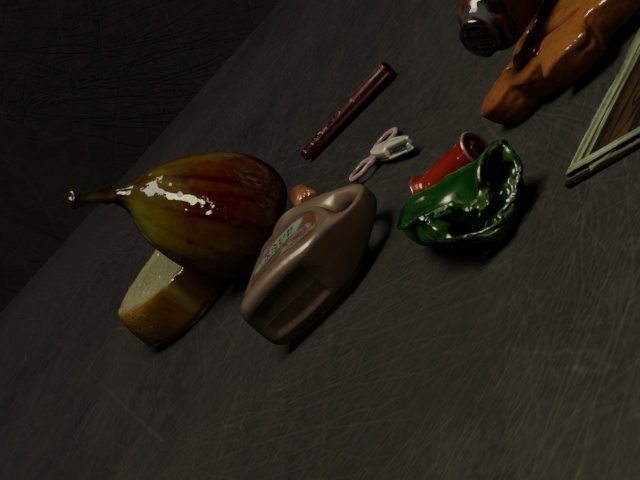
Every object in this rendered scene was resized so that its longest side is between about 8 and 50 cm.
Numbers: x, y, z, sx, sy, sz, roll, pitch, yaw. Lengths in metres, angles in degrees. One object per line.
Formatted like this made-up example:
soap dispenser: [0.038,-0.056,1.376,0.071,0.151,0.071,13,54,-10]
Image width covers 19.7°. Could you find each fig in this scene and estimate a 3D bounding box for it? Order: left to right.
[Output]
fig: [-0.180,-0.038,2.308,0.145,0.274,0.170,105,170,-49]

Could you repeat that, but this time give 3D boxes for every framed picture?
framed picture: [0.305,-0.167,1.541,0.197,0.014,0.252,-32,22,53]

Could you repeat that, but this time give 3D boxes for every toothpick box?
toothpick box: [0.127,-0.063,1.781,0.083,0.047,0.047,-42,15,35]

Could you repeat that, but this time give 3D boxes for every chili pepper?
chili pepper: [0.123,-0.031,1.678,0.108,0.062,0.216,-47,11,-13]

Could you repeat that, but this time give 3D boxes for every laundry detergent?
laundry detergent: [0.000,0.000,1.982,0.171,0.076,0.237,-44,12,23]

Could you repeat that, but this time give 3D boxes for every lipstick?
lipstick: [0.034,-0.169,2.454,0.176,0.027,0.027,-45,13,24]
lipstick: [0.237,-0.318,1.889,0.077,0.077,0.418,-37,14,46]

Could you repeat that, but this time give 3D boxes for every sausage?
sausage: [-0.020,-0.051,2.282,0.034,0.034,0.083,-50,12,0]

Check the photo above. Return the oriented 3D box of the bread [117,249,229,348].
bread: [-0.180,0.043,2.480,0.236,0.070,0.236,-46,14,15]

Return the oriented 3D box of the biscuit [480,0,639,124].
biscuit: [0.265,-0.246,1.816,0.284,0.043,0.306,-46,11,34]

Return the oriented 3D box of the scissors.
scissors: [0.078,-0.104,2.121,0.085,0.022,0.176,-49,9,-11]
